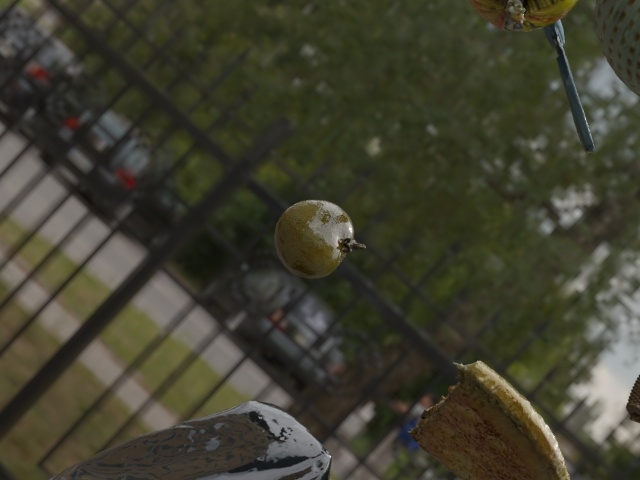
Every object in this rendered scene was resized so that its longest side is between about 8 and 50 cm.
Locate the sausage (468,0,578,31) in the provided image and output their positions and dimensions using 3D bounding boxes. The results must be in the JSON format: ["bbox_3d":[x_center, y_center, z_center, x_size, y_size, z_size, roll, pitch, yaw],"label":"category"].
[{"bbox_3d":[0.198,-0.325,1.482,0.123,0.347,0.123,13,-27,7],"label":"sausage"}]

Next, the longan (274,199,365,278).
[{"bbox_3d":[0.000,0.000,1.505,0.083,0.075,0.075,12,-13,22],"label":"longan"}]

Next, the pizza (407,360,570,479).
[{"bbox_3d":[0.187,0.222,1.853,0.197,0.058,0.292,9,-41,44],"label":"pizza"}]

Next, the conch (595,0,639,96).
[{"bbox_3d":[0.348,-0.234,1.723,0.131,0.172,0.200,27,41,-21],"label":"conch"}]

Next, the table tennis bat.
[{"bbox_3d":[0.225,-0.155,1.549,0.100,0.019,0.155,-33,106,-79],"label":"table tennis bat"}]

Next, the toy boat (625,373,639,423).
[{"bbox_3d":[0.349,0.119,1.672,0.047,0.149,0.049,12,-26,48],"label":"toy boat"}]

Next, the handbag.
[{"bbox_3d":[-0.125,0.327,1.563,0.275,0.302,0.178,-19,38,-39],"label":"handbag"}]
